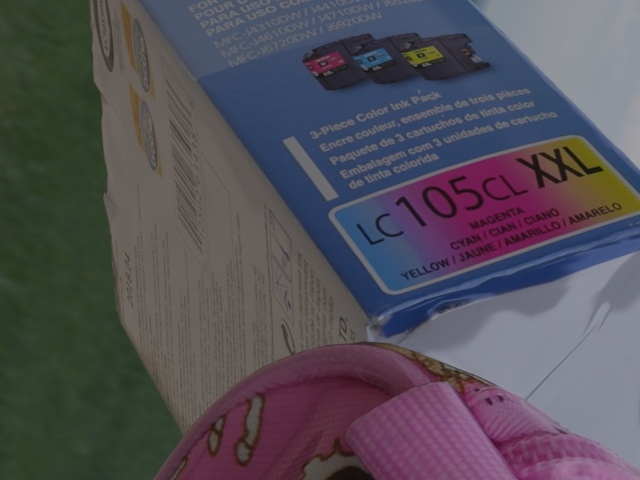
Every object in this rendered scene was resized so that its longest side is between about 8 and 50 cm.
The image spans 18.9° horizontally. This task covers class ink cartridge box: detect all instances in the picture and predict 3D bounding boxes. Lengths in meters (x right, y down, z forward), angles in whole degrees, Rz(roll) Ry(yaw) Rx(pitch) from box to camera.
[{"bbox_3d":[0.000,0.000,0.938,0.395,0.151,0.270,52,-29,45],"label":"ink cartridge box"}]

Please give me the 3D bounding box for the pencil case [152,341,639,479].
[{"bbox_3d":[0.108,0.154,0.556,0.160,0.386,0.167,2,-107,46],"label":"pencil case"}]
